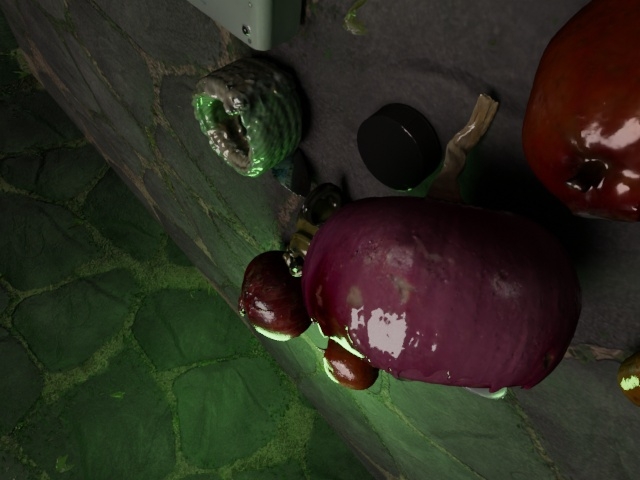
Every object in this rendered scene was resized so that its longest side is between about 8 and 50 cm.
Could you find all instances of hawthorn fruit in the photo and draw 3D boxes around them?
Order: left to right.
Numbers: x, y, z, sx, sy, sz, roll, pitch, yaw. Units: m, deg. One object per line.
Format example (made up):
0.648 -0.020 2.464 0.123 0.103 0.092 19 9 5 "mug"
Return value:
0.081 0.348 1.227 0.200 0.179 0.179 8 145 6 "hawthorn fruit"
0.247 -0.101 0.325 0.185 0.202 0.185 40 162 16 "hawthorn fruit"

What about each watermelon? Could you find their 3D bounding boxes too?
-0.076 -0.166 0.922 0.180 0.081 0.094 56 176 25 "watermelon"

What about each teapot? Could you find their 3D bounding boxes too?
0.000 0.000 0.889 0.173 0.182 0.269 33 150 32 "teapot"

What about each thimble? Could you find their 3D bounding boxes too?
-0.136 -0.244 0.806 0.219 0.150 0.219 38 154 23 "thimble"

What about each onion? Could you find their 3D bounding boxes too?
-0.132 0.166 1.264 0.276 0.276 0.276 38 153 23 "onion"
0.160 0.043 0.579 0.358 0.345 0.358 19 157 8 "onion"

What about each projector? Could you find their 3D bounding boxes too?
-0.139 -0.434 0.593 0.250 0.108 0.198 42 153 15 "projector"

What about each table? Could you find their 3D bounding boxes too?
0.121 -0.145 0.651 0.133 0.043 0.133 38 153 23 "table"

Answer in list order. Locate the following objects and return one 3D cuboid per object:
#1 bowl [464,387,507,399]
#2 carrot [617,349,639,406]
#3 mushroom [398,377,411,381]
0.301 0.214 0.814 0.189 0.086 0.189 39 155 22 "bowl"
0.452 0.157 0.492 0.087 0.087 0.193 43 153 14 "carrot"
0.149 0.225 1.027 0.344 0.130 0.247 50 151 0 "mushroom"
